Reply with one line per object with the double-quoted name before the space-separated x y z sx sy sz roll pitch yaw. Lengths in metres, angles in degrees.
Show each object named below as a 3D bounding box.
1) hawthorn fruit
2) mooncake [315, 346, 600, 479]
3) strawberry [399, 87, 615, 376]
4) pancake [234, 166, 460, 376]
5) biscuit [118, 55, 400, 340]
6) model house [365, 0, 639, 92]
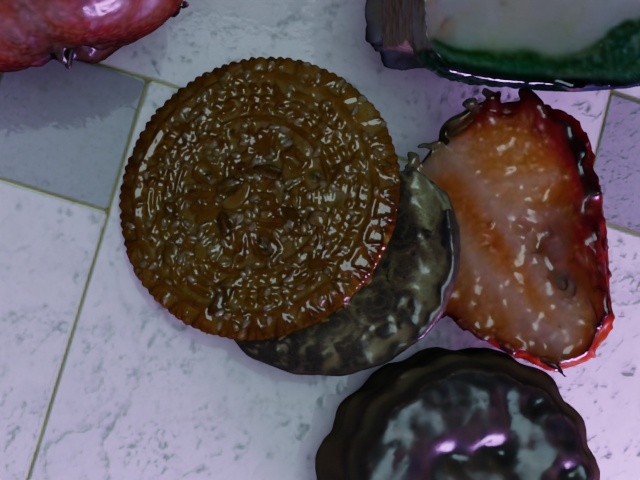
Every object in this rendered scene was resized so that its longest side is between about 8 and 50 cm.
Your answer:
"hawthorn fruit" -0.275 -0.341 1.448 0.284 0.285 0.369 -17 109 -12
"mooncake" 0.142 0.248 1.530 0.290 0.161 0.290 2 81 -13
"strawberry" 0.208 -0.012 1.559 0.280 0.150 0.253 30 87 21
"pancake" 0.000 0.000 1.536 0.288 0.033 0.286 -16 73 15
"biscuit" -0.065 -0.045 1.526 0.305 0.038 0.305 -3 77 16
"model house" 0.197 -0.277 1.555 0.298 0.284 0.243 -1 96 -18
